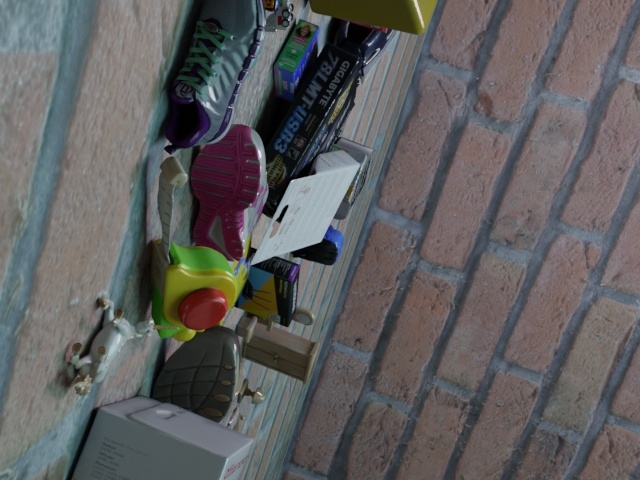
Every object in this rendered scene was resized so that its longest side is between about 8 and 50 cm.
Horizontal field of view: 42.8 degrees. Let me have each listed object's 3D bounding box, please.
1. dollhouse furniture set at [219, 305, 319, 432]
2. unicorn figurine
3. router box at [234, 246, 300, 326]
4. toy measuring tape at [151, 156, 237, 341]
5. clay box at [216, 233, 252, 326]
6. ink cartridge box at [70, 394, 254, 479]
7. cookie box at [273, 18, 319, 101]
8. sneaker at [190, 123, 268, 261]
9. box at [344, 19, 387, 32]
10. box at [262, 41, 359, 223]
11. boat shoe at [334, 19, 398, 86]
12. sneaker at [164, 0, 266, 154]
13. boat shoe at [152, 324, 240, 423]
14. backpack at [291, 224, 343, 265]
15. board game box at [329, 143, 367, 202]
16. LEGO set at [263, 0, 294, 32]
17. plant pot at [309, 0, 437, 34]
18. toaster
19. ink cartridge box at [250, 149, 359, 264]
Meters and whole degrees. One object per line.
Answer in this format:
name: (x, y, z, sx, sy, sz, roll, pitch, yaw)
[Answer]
dollhouse furniture set: (-0.144, 0.344, 1.814, 0.355, 0.174, 0.303, -62, 168, -46)
unicorn figurine: (-0.256, 0.123, 1.009, 0.162, 0.060, 0.111, -47, 162, -27)
router box: (-0.110, 0.086, 1.560, 0.178, 0.133, 0.046, 96, 16, -56)
toy measuring tape: (-0.164, 0.020, 1.099, 0.121, 0.122, 0.330, -61, 168, -47)
clay box: (-0.165, 0.049, 1.398, 0.222, 0.053, 0.127, 102, 11, -50)
ink cartridge box: (-0.246, 0.387, 1.170, 0.198, 0.197, 0.269, 41, 69, -82)
cookie box: (-0.041, -0.307, 1.399, 0.092, 0.040, 0.107, 95, 18, -66)
sneaker: (-0.129, -0.085, 1.203, 0.252, 0.103, 0.111, 110, 1, -50)
box: (0.109, -0.537, 1.523, 0.122, 0.128, 0.256, 74, 37, -76)
box: (-0.027, -0.183, 1.513, 0.295, 0.073, 0.293, -61, 174, -6)
boat shoe: (0.126, -0.493, 1.726, 0.158, 0.127, 0.340, 109, 4, -69)
sneaker: (-0.128, -0.204, 0.957, 0.098, 0.083, 0.223, -46, 156, -59)
boat shoe: (-0.218, 0.266, 1.401, 0.130, 0.132, 0.355, -75, -172, -58)
backpack: (0.000, 0.000, 2.112, 0.101, 0.120, 0.097, -61, 167, -45)
board game box: (0.006, -0.150, 1.677, 0.026, 0.154, 0.103, 64, 46, -78)
LEGO set: (-0.054, -0.405, 1.129, 0.182, 0.060, 0.244, 75, 25, -76)
plant pot: (0.090, -0.490, 1.314, 0.212, 0.212, 0.187, -68, 160, -12)
toaster: (0.054, -0.167, 2.107, 0.168, 0.110, 0.185, -60, 167, -53)
ink cartridge box: (-0.040, -0.064, 1.484, 0.232, 0.066, 0.189, -14, 138, -53)
